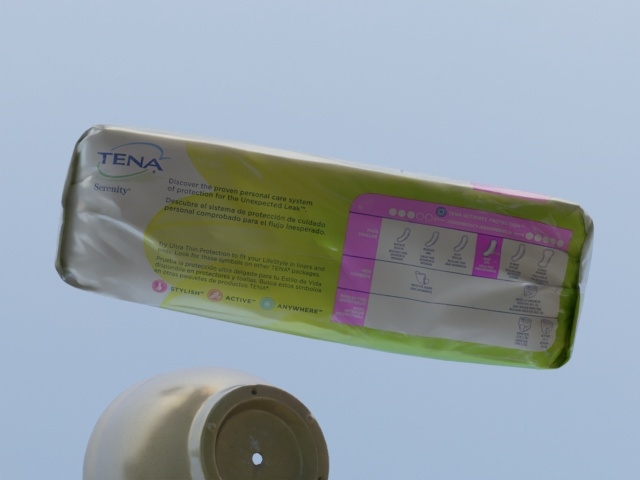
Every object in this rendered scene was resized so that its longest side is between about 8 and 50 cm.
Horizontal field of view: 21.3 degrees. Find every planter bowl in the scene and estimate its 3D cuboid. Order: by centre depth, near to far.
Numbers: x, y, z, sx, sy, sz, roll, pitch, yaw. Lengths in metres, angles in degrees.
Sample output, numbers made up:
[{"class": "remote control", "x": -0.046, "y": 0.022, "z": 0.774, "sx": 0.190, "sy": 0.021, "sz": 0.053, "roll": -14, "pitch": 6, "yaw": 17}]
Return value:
[{"class": "planter bowl", "x": -0.062, "y": 0.153, "z": 1.122, "sx": 0.162, "sy": 0.109, "sz": 0.162, "roll": 12, "pitch": -114, "yaw": -29}]

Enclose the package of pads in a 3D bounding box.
[{"class": "package of pads", "x": 0.000, "y": 0.000, "z": 1.012, "sx": 0.297, "sy": 0.229, "sz": 0.101, "roll": 9, "pitch": -87, "yaw": -2}]
